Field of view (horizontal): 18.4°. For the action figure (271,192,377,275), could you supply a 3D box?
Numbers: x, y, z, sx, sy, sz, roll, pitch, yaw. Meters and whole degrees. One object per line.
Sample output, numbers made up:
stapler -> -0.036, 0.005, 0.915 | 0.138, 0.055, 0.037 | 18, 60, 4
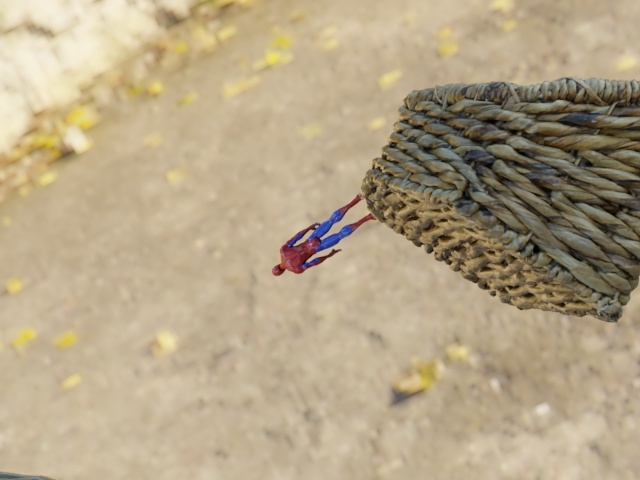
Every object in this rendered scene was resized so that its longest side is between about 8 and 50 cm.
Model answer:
action figure -> 0.000, 0.000, 1.892 | 0.115, 0.038, 0.030 | -34, -4, 11

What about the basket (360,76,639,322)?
basket -> 0.176, -0.081, 1.633 | 0.223, 0.213, 0.299 | -57, 9, -5

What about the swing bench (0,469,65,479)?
swing bench -> -0.343, 0.337, 1.724 | 0.254, 0.253, 0.165 | 1, 3, -27
